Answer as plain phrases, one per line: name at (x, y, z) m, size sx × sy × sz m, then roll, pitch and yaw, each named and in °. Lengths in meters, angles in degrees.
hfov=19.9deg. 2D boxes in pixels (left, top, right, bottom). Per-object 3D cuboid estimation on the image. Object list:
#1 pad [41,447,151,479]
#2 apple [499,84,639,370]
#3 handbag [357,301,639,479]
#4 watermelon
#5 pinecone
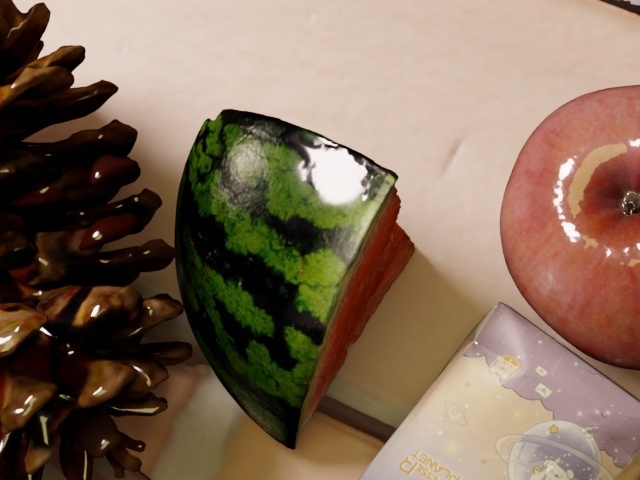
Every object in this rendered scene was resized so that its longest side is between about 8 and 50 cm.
pad at (-0.179, 0.258, 1.021) m, size 0.202 × 0.005 × 0.300 m, roll 36°, pitch 88°, yaw 16°
apple at (0.168, -0.009, 0.945) m, size 0.153 × 0.120 × 0.153 m, roll -2°, pitch 79°, yaw 12°
handbag at (0.086, 0.132, 0.954) m, size 0.117 × 0.095 × 0.173 m, roll 37°, pitch 80°, yaw 21°
watermelon at (-0.019, 0.004, 0.970) m, size 0.137 × 0.145 × 0.193 m, roll -17°, pitch 76°, yaw 2°
pinecone at (-0.187, 0.007, 0.959) m, size 0.246 × 0.246 × 0.292 m, roll -38°, pitch 85°, yaw 2°
